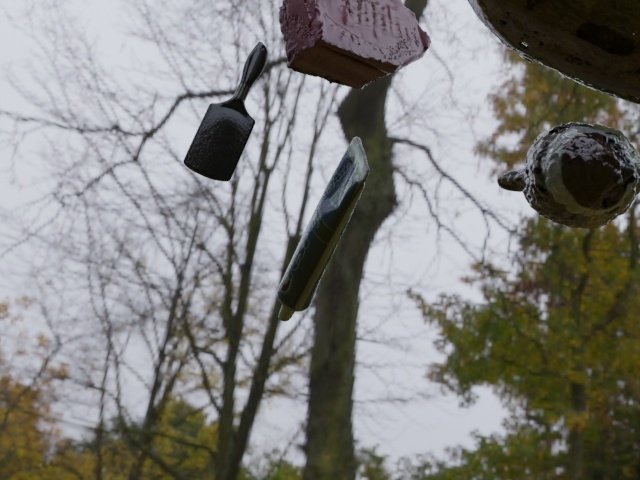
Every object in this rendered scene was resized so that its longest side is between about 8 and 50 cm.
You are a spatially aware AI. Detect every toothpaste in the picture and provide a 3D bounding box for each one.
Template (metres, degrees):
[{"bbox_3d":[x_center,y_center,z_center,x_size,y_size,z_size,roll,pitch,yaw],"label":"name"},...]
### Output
[{"bbox_3d":[0.000,0.000,0.837,0.035,0.057,0.197,12,-54,-18],"label":"toothpaste"}]

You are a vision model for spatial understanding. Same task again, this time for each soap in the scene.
[{"bbox_3d":[0.065,-0.356,1.624,0.289,0.182,0.112,11,-24,-42],"label":"soap"}]

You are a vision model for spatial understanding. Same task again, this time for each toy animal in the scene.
[{"bbox_3d":[0.210,-0.058,0.830,0.137,0.098,0.098,1,-26,29],"label":"toy animal"}]

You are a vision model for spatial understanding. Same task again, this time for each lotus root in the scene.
[{"bbox_3d":[0.300,-0.240,0.912,0.398,0.195,0.179,24,-39,0],"label":"lotus root"}]

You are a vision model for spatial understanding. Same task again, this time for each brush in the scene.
[{"bbox_3d":[-0.105,-0.163,1.163,0.063,0.193,0.016,22,-15,1],"label":"brush"}]
